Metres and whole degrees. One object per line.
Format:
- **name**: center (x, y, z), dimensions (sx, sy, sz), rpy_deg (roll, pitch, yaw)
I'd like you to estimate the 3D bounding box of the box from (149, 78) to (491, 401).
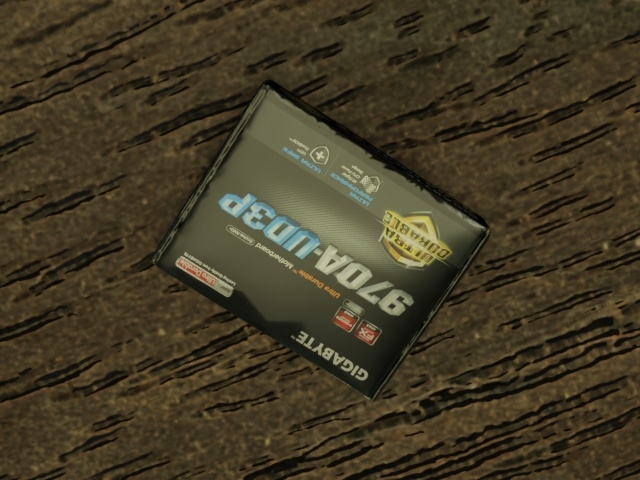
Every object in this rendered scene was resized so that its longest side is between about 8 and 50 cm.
- **box**: center (0.000, 0.000, 1.062), dimensions (0.220, 0.051, 0.175), rpy_deg (33, 101, -7)
